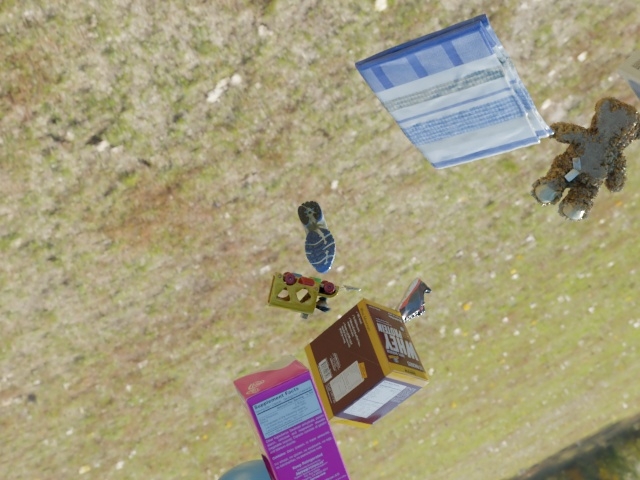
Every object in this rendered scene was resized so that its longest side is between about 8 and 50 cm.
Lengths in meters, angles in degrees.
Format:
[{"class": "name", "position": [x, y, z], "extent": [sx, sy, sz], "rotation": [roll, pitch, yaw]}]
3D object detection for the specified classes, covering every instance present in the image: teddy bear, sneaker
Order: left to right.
[{"class": "sneaker", "position": [0.000, 0.000, 1.267], "extent": [0.052, 0.135, 0.058], "rotation": [-15, 147, 6]}, {"class": "sneaker", "position": [0.215, 0.163, 1.797], "extent": [0.158, 0.065, 0.061], "rotation": [-58, 178, -17]}, {"class": "teddy bear", "position": [0.697, -0.212, 1.987], "extent": [0.113, 0.245, 0.338], "rotation": [-29, 135, -71]}]

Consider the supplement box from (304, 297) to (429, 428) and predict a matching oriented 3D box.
[{"class": "supplement box", "position": [0.096, 0.267, 1.642], "extent": [0.129, 0.191, 0.194], "rotation": [24, 124, -41]}]

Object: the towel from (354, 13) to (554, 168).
[{"class": "towel", "position": [0.208, -0.213, 1.154], "extent": [0.209, 0.034, 0.285], "rotation": [-14, 144, 30]}]

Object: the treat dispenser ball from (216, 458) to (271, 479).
[{"class": "treat dispenser ball", "position": [-0.129, 0.639, 1.706], "extent": [0.288, 0.288, 0.288], "rotation": [-24, 156, -11]}]

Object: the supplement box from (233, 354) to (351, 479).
[{"class": "supplement box", "position": [-0.043, 0.310, 1.207], "extent": [0.114, 0.220, 0.111], "rotation": [-21, -170, -14]}]

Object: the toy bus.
[{"class": "toy bus", "position": [-0.036, 0.142, 1.897], "extent": [0.191, 0.202, 0.104], "rotation": [15, 88, -51]}]

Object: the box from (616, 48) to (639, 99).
[{"class": "box", "position": [0.756, -0.364, 1.602], "extent": [0.182, 0.119, 0.181], "rotation": [-40, -164, 16]}]
